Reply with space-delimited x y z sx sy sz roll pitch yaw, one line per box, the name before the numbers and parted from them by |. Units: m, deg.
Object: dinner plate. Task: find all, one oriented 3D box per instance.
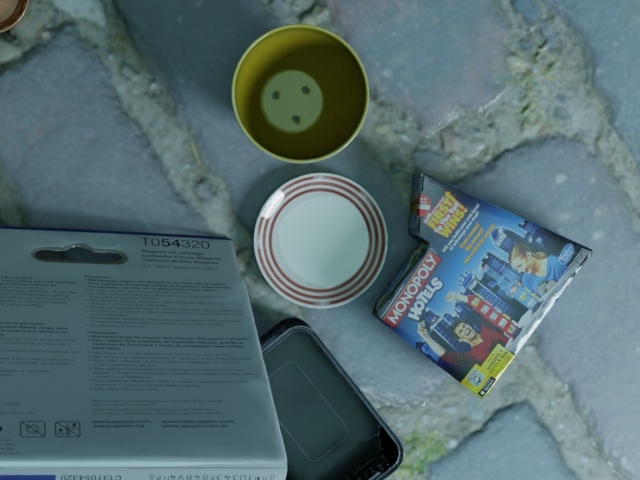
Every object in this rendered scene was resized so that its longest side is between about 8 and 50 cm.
dinner plate | 0.000 0.000 1.216 0.141 0.017 0.141 0 93 -7

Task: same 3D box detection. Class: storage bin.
storage bin | -0.014 0.181 1.187 0.122 0.084 0.180 -38 96 -4

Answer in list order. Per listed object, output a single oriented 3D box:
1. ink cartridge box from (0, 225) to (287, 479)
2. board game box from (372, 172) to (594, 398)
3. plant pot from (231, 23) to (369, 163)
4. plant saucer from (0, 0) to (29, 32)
ink cartridge box | -0.216 0.107 1.054 0.324 0.330 0.071 3 123 -15
board game box | 0.146 0.028 1.213 0.194 0.060 0.194 38 87 -5
plant pot | -0.025 -0.142 1.169 0.134 0.095 0.134 0 91 -7
plant saucer | -0.334 -0.248 1.171 0.083 0.013 0.084 0 91 -7
